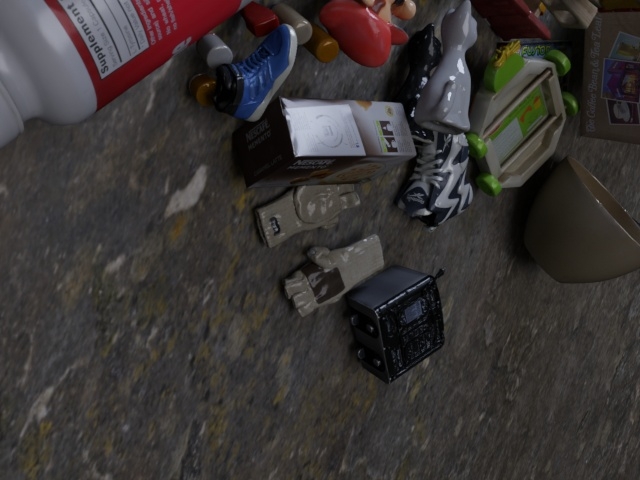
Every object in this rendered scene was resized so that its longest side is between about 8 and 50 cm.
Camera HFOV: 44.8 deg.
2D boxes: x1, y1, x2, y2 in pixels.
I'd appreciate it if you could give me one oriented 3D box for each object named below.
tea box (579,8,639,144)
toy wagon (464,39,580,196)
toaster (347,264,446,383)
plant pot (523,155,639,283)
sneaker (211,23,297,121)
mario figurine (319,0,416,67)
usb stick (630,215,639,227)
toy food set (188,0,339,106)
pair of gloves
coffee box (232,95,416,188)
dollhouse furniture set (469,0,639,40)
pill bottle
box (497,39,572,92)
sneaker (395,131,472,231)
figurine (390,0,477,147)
[{"bbox_3d":[0.673,-0.413,1.562,0.323,0.220,0.329,-58,148,-32],"label":"tea box"},{"bbox_3d":[0.383,-0.257,1.523,0.267,0.068,0.344,-45,137,-10],"label":"toy wagon"},{"bbox_3d":[0.148,0.149,1.467,0.186,0.110,0.168,-29,120,-30],"label":"toaster"},{"bbox_3d":[0.555,-0.016,1.682,0.191,0.284,0.284,-43,136,22],"label":"plant pot"},{"bbox_3d":[-0.098,-0.239,1.086,0.085,0.058,0.152,6,128,-44],"label":"sneaker"},{"bbox_3d":[0.102,-0.428,1.202,0.198,0.170,0.320,0,94,-65],"label":"mario figurine"},{"bbox_3d":[0.759,-0.035,1.962,0.278,0.045,0.077,26,85,-42],"label":"usb stick"},{"bbox_3d":[-0.101,-0.292,1.159,0.232,0.104,0.111,-26,134,-11],"label":"toy food set"},{"bbox_3d":[0.000,0.000,1.346,0.204,0.042,0.240,-34,119,-22],"label":"pair of gloves"},{"bbox_3d":[0.008,-0.152,1.223,0.246,0.141,0.098,-5,76,-39],"label":"coffee box"},{"bbox_3d":[0.460,-0.474,1.367,0.152,0.374,0.201,33,83,-36],"label":"dollhouse furniture set"},{"bbox_3d":[-0.277,-0.283,0.905,0.408,0.229,0.229,-42,126,-22],"label":"pill bottle"},{"bbox_3d":[0.442,-0.355,1.607,0.207,0.036,0.114,-13,111,-36],"label":"box"},{"bbox_3d":[0.199,-0.118,1.439,0.153,0.094,0.235,-45,137,-31],"label":"sneaker"},{"bbox_3d":[0.190,-0.279,1.301,0.092,0.215,0.209,12,84,-17],"label":"figurine"}]
